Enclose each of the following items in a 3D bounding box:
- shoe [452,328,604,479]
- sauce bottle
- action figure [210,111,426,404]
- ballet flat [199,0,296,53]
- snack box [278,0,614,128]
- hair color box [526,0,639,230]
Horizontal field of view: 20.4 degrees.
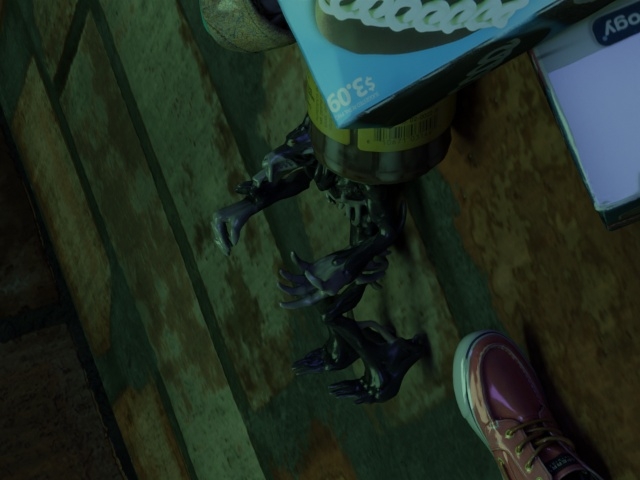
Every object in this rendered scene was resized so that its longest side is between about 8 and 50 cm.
[{"bbox_3d":[0.156,0.146,1.266,0.081,0.063,0.178,-4,109,68],"label":"shoe"},{"bbox_3d":[0.046,-0.200,1.192,0.111,0.111,0.344,53,151,42],"label":"sauce bottle"},{"bbox_3d":[0.000,0.000,1.437,0.164,0.141,0.276,41,146,58],"label":"action figure"},{"bbox_3d":[-0.059,-0.300,1.428,0.106,0.107,0.316,15,128,43],"label":"ballet flat"},{"bbox_3d":[0.108,-0.198,0.711,0.322,0.060,0.187,-29,80,24],"label":"snack box"},{"bbox_3d":[0.142,-0.196,0.811,0.105,0.174,0.347,26,-137,-78],"label":"hair color box"}]
